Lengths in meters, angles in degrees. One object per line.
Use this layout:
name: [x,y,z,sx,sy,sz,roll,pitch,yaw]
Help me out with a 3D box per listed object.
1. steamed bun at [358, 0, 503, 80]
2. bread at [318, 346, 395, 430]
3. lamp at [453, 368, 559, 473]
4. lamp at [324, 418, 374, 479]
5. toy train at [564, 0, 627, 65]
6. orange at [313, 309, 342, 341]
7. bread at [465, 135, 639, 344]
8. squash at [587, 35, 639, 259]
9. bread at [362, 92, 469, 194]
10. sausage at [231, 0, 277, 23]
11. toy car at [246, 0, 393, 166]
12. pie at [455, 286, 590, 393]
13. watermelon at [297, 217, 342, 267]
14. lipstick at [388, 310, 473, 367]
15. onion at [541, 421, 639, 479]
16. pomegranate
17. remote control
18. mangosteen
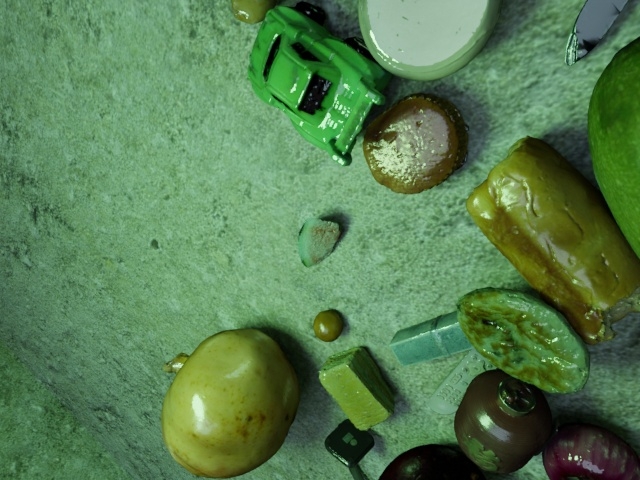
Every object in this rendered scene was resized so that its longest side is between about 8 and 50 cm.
steamed bun: [0.182,-0.393,0.705,0.231,0.145,0.232,9,118,18]
bread: [0.099,0.386,1.107,0.196,0.102,0.138,52,129,0]
lamp: [0.379,0.374,0.869,0.180,0.180,0.258,23,139,22]
lamp: [0.074,0.681,1.193,0.124,0.203,0.284,8,119,49]
toy train: [0.439,-0.385,0.615,0.055,0.048,0.252,30,128,12]
orange: [0.019,0.225,1.109,0.084,0.085,0.085,12,116,27]
bread: [0.411,-0.009,0.699,0.344,0.195,0.149,49,146,5]
squash: [0.494,-0.137,0.528,0.310,0.310,0.309,-38,85,36]
bread: [0.180,-0.184,0.819,0.199,0.104,0.199,12,115,27]
sausage: [-0.121,-0.684,0.781,0.136,0.123,0.502,-5,114,-8]
toy car: [-0.012,-0.313,0.832,0.358,0.176,0.214,43,125,16]
pie: [0.350,0.174,0.750,0.240,0.054,0.241,38,153,24]
watermelon: [-0.009,-0.002,1.038,0.094,0.081,0.180,30,140,-1]
lipstick: [0.293,0.203,0.926,0.289,0.076,0.078,-29,94,37]
onion: [0.538,0.450,0.836,0.177,0.153,0.178,4,100,24]
pomegranate: [-0.261,0.436,1.176,0.411,0.411,0.412,12,116,27]
remote control: [0.329,0.323,0.978,0.073,0.044,0.229,28,115,1]
mangosteen: [0.276,0.645,0.960,0.307,0.306,0.347,60,167,-3]
